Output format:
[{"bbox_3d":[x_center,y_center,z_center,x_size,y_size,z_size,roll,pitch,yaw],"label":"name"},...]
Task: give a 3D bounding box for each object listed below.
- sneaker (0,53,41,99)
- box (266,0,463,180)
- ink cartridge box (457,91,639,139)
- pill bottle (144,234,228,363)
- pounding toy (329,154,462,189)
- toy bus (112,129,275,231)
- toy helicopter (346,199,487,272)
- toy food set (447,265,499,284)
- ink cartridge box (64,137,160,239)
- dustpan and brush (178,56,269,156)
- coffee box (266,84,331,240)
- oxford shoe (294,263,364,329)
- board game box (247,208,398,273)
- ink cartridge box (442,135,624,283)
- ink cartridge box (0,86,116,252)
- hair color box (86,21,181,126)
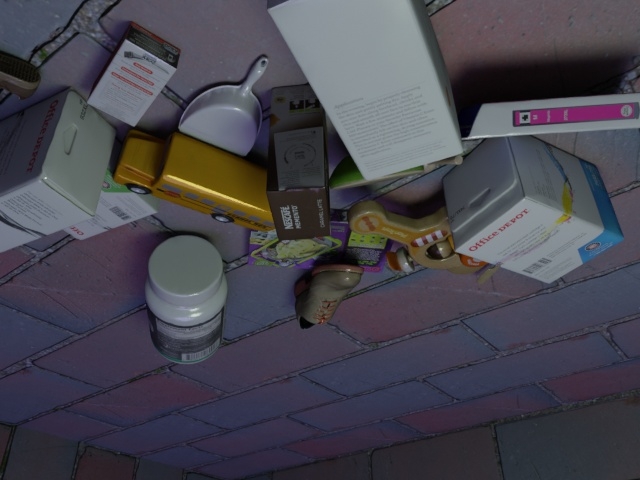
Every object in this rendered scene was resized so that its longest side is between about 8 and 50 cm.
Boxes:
[{"bbox_3d":[-0.574,-0.291,0.968,0.188,0.066,0.071,26,138,-31],"label":"sneaker"},{"bbox_3d":[0.078,-0.290,0.854,0.168,0.215,0.345,-14,142,19],"label":"box"},{"bbox_3d":[0.366,-0.213,1.015,0.371,0.176,0.069,-5,100,3],"label":"ink cartridge box"},{"bbox_3d":[-0.342,0.156,1.485,0.204,0.204,0.361,5,144,-9],"label":"pill bottle"},{"bbox_3d":[0.124,-0.171,1.106,0.236,0.110,0.183,-12,-177,-8],"label":"pounding toy"},{"bbox_3d":[-0.226,-0.118,1.149,0.332,0.108,0.130,20,162,-27],"label":"toy bus"},{"bbox_3d":[0.201,-0.007,1.297,0.355,0.140,0.235,16,139,-29],"label":"toy helicopter"},{"bbox_3d":[0.367,0.041,1.489,0.192,0.038,0.132,18,134,-16],"label":"toy food set"},{"bbox_3d":[-0.470,-0.102,1.212,0.219,0.093,0.160,-16,141,21],"label":"ink cartridge box"},{"bbox_3d":[-0.151,-0.250,1.055,0.147,0.060,0.211,20,147,-28],"label":"dustpan and brush"},{"bbox_3d":[-0.036,-0.141,1.034,0.098,0.246,0.141,-4,144,4],"label":"coffee box"},{"bbox_3d":[0.022,0.148,1.482,0.123,0.130,0.348,8,159,-15],"label":"oxford shoe"},{"bbox_3d":[0.000,0.000,1.409,0.346,0.056,0.208,4,140,-7],"label":"board game box"},{"bbox_3d":[0.425,-0.067,1.190,0.270,0.197,0.198,17,141,-24],"label":"ink cartridge box"},{"bbox_3d":[-0.554,-0.117,1.077,0.307,0.223,0.129,-17,142,21],"label":"ink cartridge box"},{"bbox_3d":[-0.323,-0.281,0.999,0.093,0.053,0.167,26,138,-31],"label":"hair color box"}]
